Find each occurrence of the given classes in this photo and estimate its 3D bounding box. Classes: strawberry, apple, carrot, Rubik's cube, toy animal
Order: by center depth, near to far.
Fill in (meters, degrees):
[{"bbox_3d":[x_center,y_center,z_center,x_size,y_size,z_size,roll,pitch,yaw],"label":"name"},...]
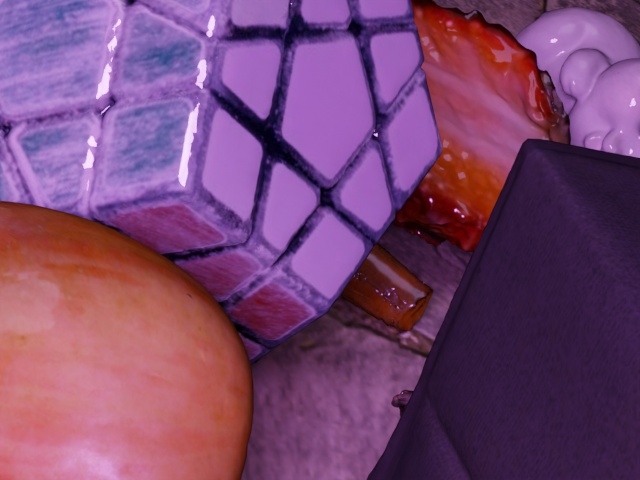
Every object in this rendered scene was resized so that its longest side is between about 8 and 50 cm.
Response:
[{"bbox_3d":[-0.123,0.069,0.682,0.199,0.199,0.199,16,27,-8],"label":"apple"},{"bbox_3d":[-0.096,-0.074,0.856,0.264,0.319,0.319,43,24,-13],"label":"Rubik's cube"},{"bbox_3d":[0.000,0.000,1.025,0.161,0.055,0.055,40,32,21],"label":"carrot"},{"bbox_3d":[0.056,-0.077,1.119,0.237,0.111,0.190,27,51,-17],"label":"strawberry"},{"bbox_3d":[0.243,-0.096,1.285,0.179,0.127,0.193,-5,33,-43],"label":"toy animal"}]

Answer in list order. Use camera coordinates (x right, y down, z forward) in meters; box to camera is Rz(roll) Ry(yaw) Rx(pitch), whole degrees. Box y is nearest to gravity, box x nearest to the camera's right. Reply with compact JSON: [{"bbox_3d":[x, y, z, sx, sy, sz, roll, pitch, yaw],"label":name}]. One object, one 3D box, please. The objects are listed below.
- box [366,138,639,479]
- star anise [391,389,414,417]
[{"bbox_3d":[0.209,0.134,0.689,0.345,0.251,0.204,10,28,-22],"label":"box"},{"bbox_3d":[0.105,0.109,0.879,0.129,0.056,0.124,28,7,10],"label":"star anise"}]
